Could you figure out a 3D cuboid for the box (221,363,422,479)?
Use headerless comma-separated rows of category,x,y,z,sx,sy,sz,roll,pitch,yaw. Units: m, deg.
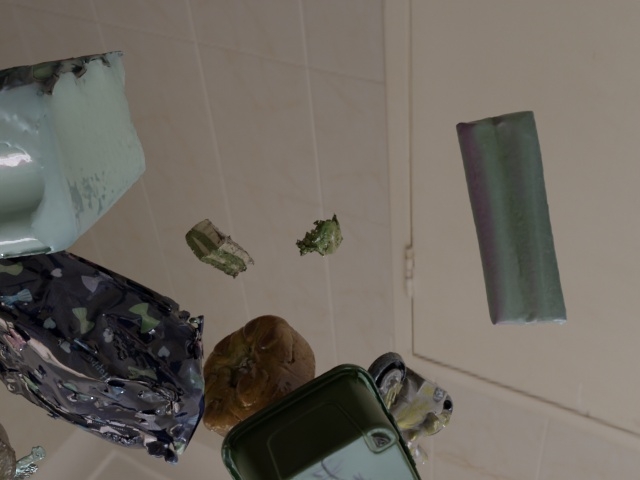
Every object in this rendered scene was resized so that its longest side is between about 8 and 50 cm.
box,0.039,0.378,1.146,0.252,0.329,0.178,-31,-158,-10

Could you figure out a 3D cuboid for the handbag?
handbag,-0.216,0.089,0.702,0.260,0.162,0.113,24,-135,8

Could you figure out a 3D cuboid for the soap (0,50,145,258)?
soap,-0.246,-0.039,0.455,0.261,0.094,0.150,-8,-164,9

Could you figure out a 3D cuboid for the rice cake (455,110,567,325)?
rice cake,0.193,-0.021,0.807,0.080,0.042,0.222,-9,-98,7

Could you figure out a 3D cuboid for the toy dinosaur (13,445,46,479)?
toy dinosaur,-0.504,0.374,1.268,0.106,0.187,0.044,0,-135,-35

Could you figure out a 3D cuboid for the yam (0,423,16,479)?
yam,-0.413,0.265,0.970,0.084,0.084,0.127,-25,-171,-21

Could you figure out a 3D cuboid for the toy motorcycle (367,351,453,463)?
toy motorcycle,0.142,0.345,1.508,0.107,0.340,0.223,30,-95,40

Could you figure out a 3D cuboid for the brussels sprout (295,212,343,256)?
brussels sprout,0.000,0.000,1.290,0.085,0.058,0.085,-25,-171,4

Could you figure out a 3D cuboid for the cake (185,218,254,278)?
cake,-0.137,0.025,1.158,0.051,0.140,0.055,-41,-128,3

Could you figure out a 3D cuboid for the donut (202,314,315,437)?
donut,-0.111,0.237,1.360,0.226,0.114,0.227,-35,-150,23
